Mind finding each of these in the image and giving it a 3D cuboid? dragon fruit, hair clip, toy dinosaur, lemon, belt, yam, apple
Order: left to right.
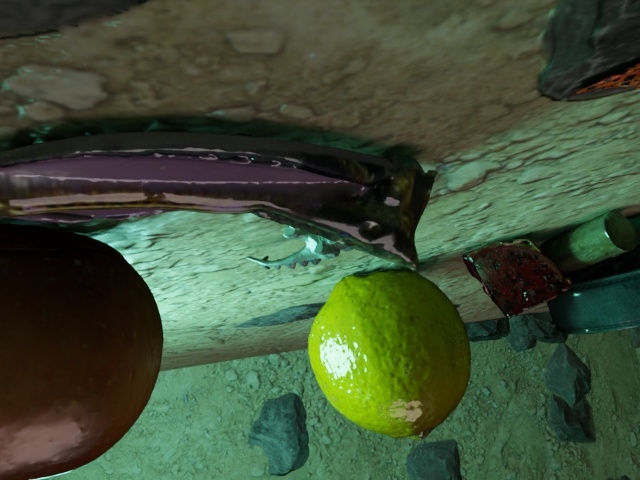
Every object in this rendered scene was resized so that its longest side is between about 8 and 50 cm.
[{"bbox_3d":[-0.280,0.104,0.482,0.271,0.207,0.251,-5,168,-23],"label":"apple"},{"bbox_3d":[-0.067,-0.034,0.397,0.358,0.096,0.110,5,-164,-22],"label":"hair clip"},{"bbox_3d":[0.000,0.002,0.608,0.208,0.039,0.082,-18,165,31],"label":"toy dinosaur"},{"bbox_3d":[0.118,0.186,0.931,0.292,0.293,0.293,-9,165,-2],"label":"lemon"},{"bbox_3d":[0.319,0.052,0.909,0.127,0.121,0.161,-27,173,8],"label":"dragon fruit"},{"bbox_3d":[0.411,0.007,0.854,0.068,0.068,0.169,-6,163,-17],"label":"yam"},{"bbox_3d":[0.514,0.078,0.915,0.267,0.116,0.206,-18,177,26],"label":"belt"}]

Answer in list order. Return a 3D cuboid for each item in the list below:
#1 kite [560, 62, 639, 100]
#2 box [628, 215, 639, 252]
[{"bbox_3d":[0.288,-0.132,0.355,0.222,0.008,0.125,-6,165,-13],"label":"kite"},{"bbox_3d":[0.568,-0.010,0.938,0.226,0.042,0.161,0,162,-34],"label":"box"}]
